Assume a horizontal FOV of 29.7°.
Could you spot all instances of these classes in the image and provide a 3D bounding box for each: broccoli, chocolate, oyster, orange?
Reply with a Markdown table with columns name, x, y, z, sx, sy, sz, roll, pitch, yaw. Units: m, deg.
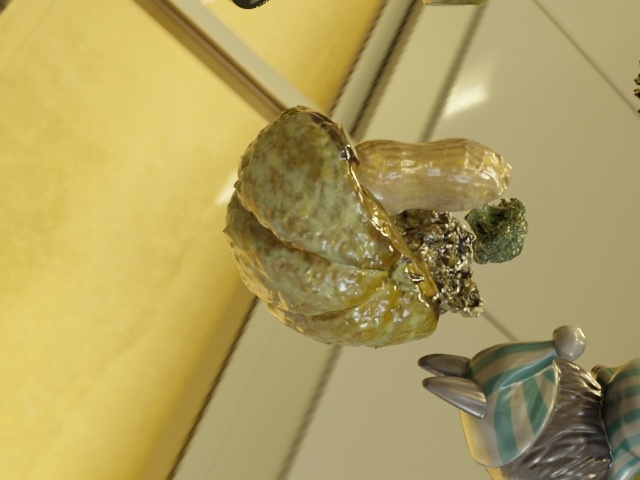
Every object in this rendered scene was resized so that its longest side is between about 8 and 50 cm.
| name | x | y | z | sx | sy | sz | roll | pitch | yaw |
| --- | --- | --- | --- | --- | --- | --- | --- | --- | --- |
| broccoli | 0.366 | -0.024 | 2.502 | 0.162 | 0.138 | 0.146 | -46 | -176 | -34 |
| chocolate | 0.170 | -0.111 | 2.024 | 0.134 | 0.309 | 0.134 | 179 | -90 | -73 |
| oyster | 0.182 | 0.043 | 2.156 | 0.223 | 0.214 | 0.083 | -9 | -171 | -10 |
| orange | 0.000 | 0.000 | 1.513 | 0.210 | 0.368 | 0.271 | -30 | -134 | 8 |

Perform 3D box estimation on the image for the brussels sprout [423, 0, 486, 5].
| name | x | y | z | sx | sy | sz | roll | pitch | yaw |
| --- | --- | --- | --- | --- | --- | --- | --- | --- | --- |
| brussels sprout | 0.256 | -0.606 | 2.154 | 0.315 | 0.371 | 0.276 | -9 | -163 | 2 |

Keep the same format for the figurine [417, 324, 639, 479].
| name | x | y | z | sx | sy | sz | roll | pitch | yaw |
| --- | --- | --- | --- | --- | --- | --- | --- | --- | --- |
| figurine | 0.333 | 0.264 | 1.791 | 0.361 | 0.378 | 0.266 | 133 | -38 | -51 |

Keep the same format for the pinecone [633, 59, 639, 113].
| name | x | y | z | sx | sy | sz | roll | pitch | yaw |
| --- | --- | --- | --- | --- | --- | --- | --- | --- | --- |
| pinecone | 0.711 | -0.316 | 2.359 | 0.179 | 0.204 | 0.184 | -24 | -135 | -33 |

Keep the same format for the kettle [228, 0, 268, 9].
| name | x | y | z | sx | sy | sz | roll | pitch | yaw |
| --- | --- | --- | --- | --- | --- | --- | --- | --- | --- |
| kettle | -0.204 | -0.538 | 1.903 | 0.308 | 0.262 | 0.203 | 30 | -113 | 22 |
